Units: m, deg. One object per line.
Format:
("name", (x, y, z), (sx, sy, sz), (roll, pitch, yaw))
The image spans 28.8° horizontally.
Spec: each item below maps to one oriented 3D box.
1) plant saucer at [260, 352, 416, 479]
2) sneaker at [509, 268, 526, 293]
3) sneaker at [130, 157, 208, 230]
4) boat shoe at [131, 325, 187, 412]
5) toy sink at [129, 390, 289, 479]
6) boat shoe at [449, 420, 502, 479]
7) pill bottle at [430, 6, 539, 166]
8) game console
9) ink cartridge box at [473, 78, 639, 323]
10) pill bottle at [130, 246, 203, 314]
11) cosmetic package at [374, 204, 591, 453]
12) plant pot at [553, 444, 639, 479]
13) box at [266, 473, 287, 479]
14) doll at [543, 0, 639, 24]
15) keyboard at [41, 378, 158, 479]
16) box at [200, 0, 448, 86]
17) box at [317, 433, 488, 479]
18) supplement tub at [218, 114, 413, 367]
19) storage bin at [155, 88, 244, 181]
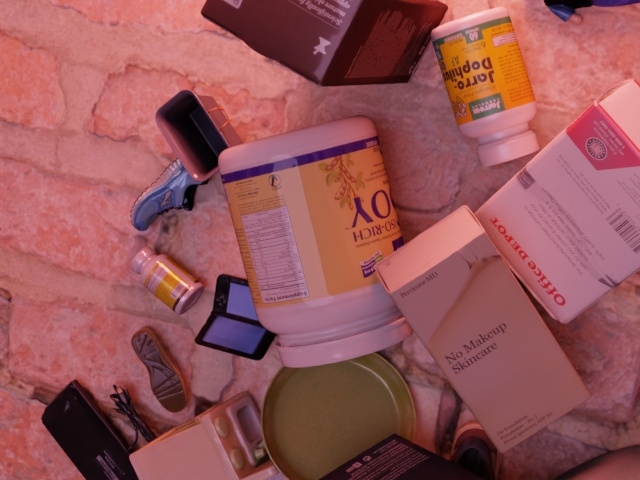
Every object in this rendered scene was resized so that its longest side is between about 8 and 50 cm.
("plant saucer", (0.027, 0.280, 1.934), (0.241, 0.037, 0.241), (1, 77, -4))
("sneaker", (0.265, 0.082, 1.840), (0.078, 0.067, 0.188), (-22, 94, 17))
("sneaker", (-0.244, -0.066, 2.018), (0.073, 0.063, 0.162), (47, 112, 4))
("boat shoe", (-0.267, 0.216, 2.092), (0.056, 0.048, 0.153), (-29, 95, 11))
("toy sink", (-0.162, 0.335, 2.009), (0.234, 0.153, 0.131), (-26, 89, 24))
("boat shoe", (0.222, 0.422, 1.903), (0.103, 0.092, 0.285), (10, 103, 19))
("pill bottle", (0.239, -0.215, 1.769), (0.117, 0.117, 0.208), (-16, 94, 23))
("game console", (-0.129, 0.122, 2.001), (0.122, 0.071, 0.107), (14, 104, 18))
("ink cartridge box", (0.374, -0.049, 1.696), (0.207, 0.117, 0.283), (51, 136, 7))
("pill bottle", (-0.254, 0.063, 2.043), (0.116, 0.065, 0.065), (39, 111, 11))
("cosmetic package", (0.227, 0.126, 1.737), (0.160, 0.113, 0.309), (-35, 112, 5))
("plant pot", (0.425, 0.427, 1.751), (0.252, 0.247, 0.248), (-6, 97, 39))
("box", (-0.037, 0.532, 2.047), (0.232, 0.058, 0.322), (-28, 87, 23))
("doll", (0.363, -0.365, 1.732), (0.189, 0.046, 0.129), (1, 109, 28))
("keyboard", (-0.338, 0.369, 2.149), (0.317, 0.033, 0.201), (50, 120, 6))
("box", (0.018, -0.313, 1.696), (0.191, 0.381, 0.143), (33, 109, 13))
("box", (0.169, 0.505, 1.784), (0.312, 0.179, 0.343), (21, 128, 49))
("supplement tub", (0.000, 0.000, 1.836), (0.241, 0.241, 0.331), (-13, 95, 23))
("storage bin", (-0.176, -0.172, 1.956), (0.098, 0.091, 0.135), (-36, 86, 23))
